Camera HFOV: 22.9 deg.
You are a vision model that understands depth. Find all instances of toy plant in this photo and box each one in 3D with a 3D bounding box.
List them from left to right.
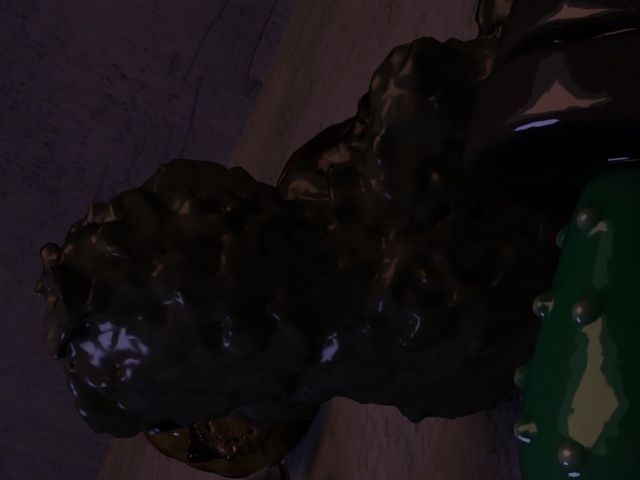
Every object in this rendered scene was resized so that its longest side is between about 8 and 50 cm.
[{"bbox_3d":[0.160,-0.011,0.693,0.279,0.185,0.400,-7,69,54],"label":"toy plant"}]

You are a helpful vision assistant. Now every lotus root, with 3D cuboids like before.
[{"bbox_3d":[-0.107,0.167,1.623,0.314,0.169,0.141,151,139,-77],"label":"lotus root"}]

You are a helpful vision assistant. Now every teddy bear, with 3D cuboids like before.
[{"bbox_3d":[0.000,0.000,0.954,0.357,0.368,0.224,-61,37,43],"label":"teddy bear"}]

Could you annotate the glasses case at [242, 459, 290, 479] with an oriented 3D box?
[{"bbox_3d":[-0.058,0.324,1.337,0.128,0.083,0.308,-55,17,32],"label":"glasses case"}]
